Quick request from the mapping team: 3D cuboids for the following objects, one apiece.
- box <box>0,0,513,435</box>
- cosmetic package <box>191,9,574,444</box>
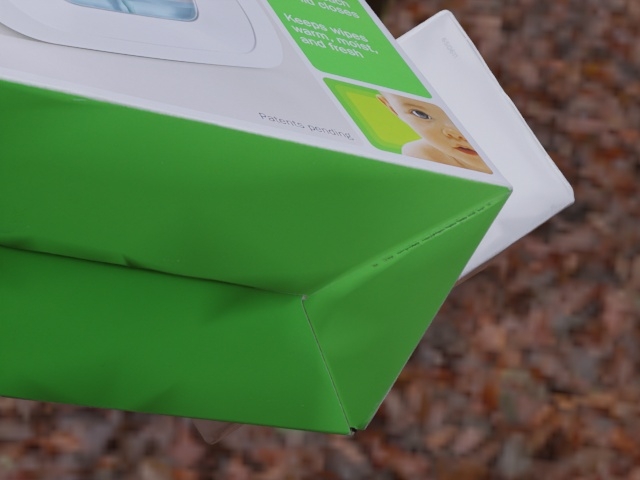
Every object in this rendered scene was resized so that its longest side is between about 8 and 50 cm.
[{"bbox_3d":[-0.106,-0.058,0.708,0.262,0.127,0.231,11,33,-36],"label":"box"},{"bbox_3d":[0.000,0.000,1.182,0.224,0.138,0.225,-32,-5,-13],"label":"cosmetic package"}]
